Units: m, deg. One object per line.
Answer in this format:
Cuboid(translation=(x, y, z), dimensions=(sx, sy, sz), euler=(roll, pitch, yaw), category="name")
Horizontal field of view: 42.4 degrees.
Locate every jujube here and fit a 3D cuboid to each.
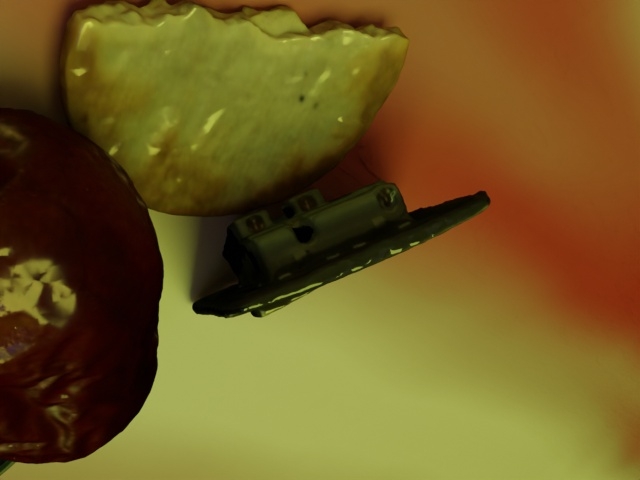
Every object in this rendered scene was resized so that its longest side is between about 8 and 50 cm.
Cuboid(translation=(-0.227, 0.047, 0.632), dimensions=(0.223, 0.223, 0.318), euler=(-24, 144, -16), category="jujube")

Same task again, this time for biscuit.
Cuboid(translation=(-0.077, -0.109, 0.718), dimensions=(0.309, 0.040, 0.204), euler=(-6, 131, -33), category="biscuit")

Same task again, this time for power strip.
Cuboid(translation=(-0.001, -0.001, 0.795), dimensions=(0.257, 0.092, 0.251), euler=(-24, 176, -16), category="power strip")

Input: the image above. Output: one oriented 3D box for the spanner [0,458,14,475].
Cuboid(translation=(-0.303, 0.171, 0.825), dimensions=(0.325, 0.040, 0.095), euler=(-41, 142, 7), category="spanner")
